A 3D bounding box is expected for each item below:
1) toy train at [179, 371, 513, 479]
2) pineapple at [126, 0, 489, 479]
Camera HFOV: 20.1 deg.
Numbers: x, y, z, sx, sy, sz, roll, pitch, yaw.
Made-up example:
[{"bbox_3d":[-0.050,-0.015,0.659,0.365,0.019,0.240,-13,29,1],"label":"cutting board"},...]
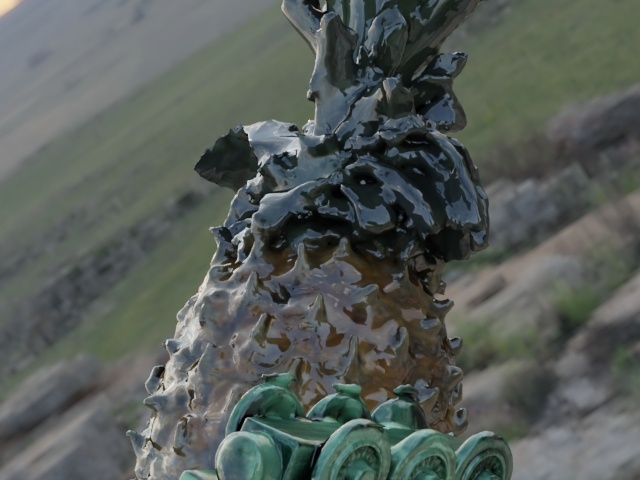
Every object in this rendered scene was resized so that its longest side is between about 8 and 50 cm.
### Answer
[{"bbox_3d":[0.006,0.057,0.364,0.033,0.083,0.053,27,100,38],"label":"toy train"},{"bbox_3d":[0.000,0.000,0.820,0.170,0.141,0.310,-2,73,44],"label":"pineapple"}]
